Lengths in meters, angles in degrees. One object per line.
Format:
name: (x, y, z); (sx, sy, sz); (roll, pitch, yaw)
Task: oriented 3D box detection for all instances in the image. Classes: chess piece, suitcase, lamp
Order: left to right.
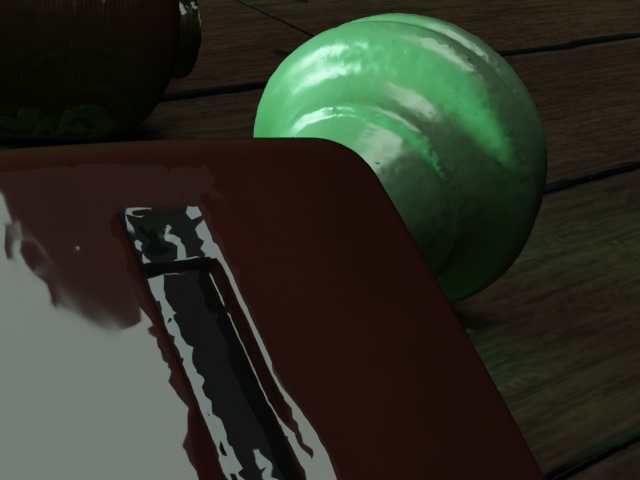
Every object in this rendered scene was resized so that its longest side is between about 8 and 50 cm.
lamp: (-0.218, -0.155, 1.069); (0.258, 0.180, 0.180); (-1, 27, -25)
suitcase: (-0.044, 0.112, 0.460); (0.236, 0.161, 0.297); (-6, 55, -30)
chess piece: (0.000, 0.000, 0.833); (0.195, 0.194, 0.299); (21, 34, 17)
